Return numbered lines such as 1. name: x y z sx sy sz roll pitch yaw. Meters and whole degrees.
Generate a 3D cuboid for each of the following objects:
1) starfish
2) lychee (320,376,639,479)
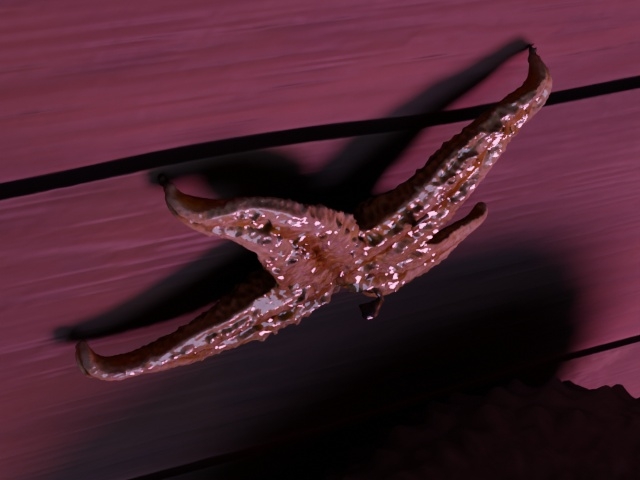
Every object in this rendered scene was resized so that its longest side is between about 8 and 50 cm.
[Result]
1. starfish: 0.001 0.001 0.833 0.247 0.050 0.138 -23 149 -24
2. lychee: 0.135 0.277 1.082 0.380 0.380 0.432 -27 164 -11
